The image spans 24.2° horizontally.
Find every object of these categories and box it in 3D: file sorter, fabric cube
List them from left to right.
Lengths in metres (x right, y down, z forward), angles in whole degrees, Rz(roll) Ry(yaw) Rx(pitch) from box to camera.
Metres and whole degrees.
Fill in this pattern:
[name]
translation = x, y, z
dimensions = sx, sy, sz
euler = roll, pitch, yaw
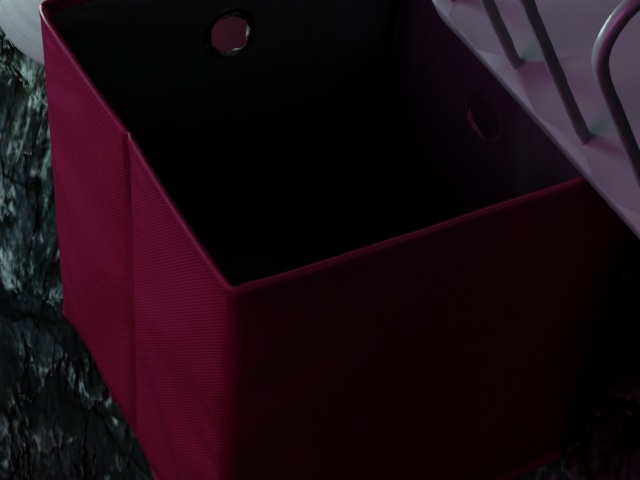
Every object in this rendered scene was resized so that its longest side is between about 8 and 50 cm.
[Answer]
[fabric cube]
translation = 0.000, 0.000, 0.887
dimensions = 0.259, 0.254, 0.258
euler = 53, 152, 37
[file sorter]
translation = 0.174, -0.133, 0.684
dimensions = 0.193, 0.173, 0.278
euler = -37, 52, 2

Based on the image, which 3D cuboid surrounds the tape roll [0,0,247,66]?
[tape roll]
translation = -0.105, -0.225, 1.083
dimensions = 0.246, 0.169, 0.246
euler = -6, 79, 37
